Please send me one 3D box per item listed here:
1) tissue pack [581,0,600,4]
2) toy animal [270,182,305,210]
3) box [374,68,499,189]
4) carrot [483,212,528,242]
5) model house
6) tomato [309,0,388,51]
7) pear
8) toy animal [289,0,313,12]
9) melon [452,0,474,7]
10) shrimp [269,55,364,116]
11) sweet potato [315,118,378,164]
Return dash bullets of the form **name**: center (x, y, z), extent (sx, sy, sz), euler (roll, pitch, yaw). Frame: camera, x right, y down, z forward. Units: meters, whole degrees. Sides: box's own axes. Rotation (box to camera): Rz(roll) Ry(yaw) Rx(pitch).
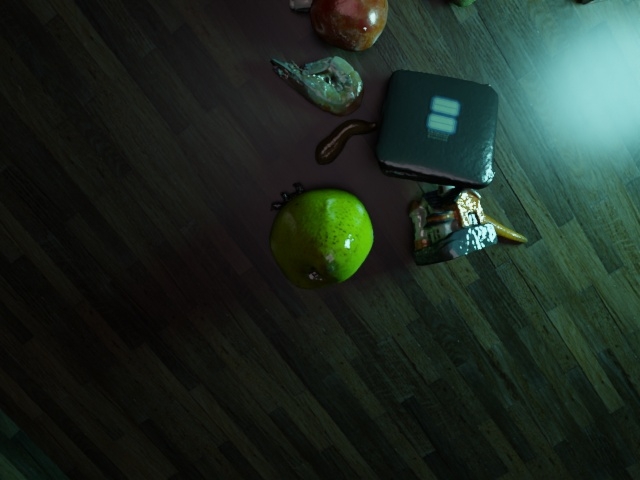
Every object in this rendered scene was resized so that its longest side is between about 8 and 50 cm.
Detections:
- **tissue pack**: center (0.928, -0.845, 1.333), extent (0.315, 0.103, 0.228), euler (-12, 105, 4)
- **toy animal**: center (-0.110, -0.134, 1.533), extent (0.135, 0.047, 0.065), euler (-34, 109, 2)
- **box**: center (0.352, -0.335, 1.384), extent (0.359, 0.091, 0.350), euler (10, 73, 2)
- **carrot**: center (0.593, -0.042, 1.555), extent (0.256, 0.061, 0.061), euler (23, 102, -15)
- **model house**: center (0.382, -0.088, 1.450), extent (0.190, 0.271, 0.301), euler (-13, 87, -12)
- **tomato**: center (0.090, -0.671, 1.328), extent (0.232, 0.188, 0.232), euler (-3, 105, -10)
- **pear**: center (0.000, 0.000, 1.418), extent (0.342, 0.318, 0.238), euler (-22, 122, 3)
- **toy animal**: center (-0.056, -0.754, 1.375), extent (0.085, 0.071, 0.124), euler (2, 113, 19)
- **melon**: center (0.416, -0.777, 1.354), extent (0.099, 0.099, 0.162), euler (-19, 103, 5)
- **shrimp**: center (-0.005, -0.512, 1.438), extent (0.317, 0.062, 0.164), euler (26, 98, -10)
- **sweet potato**: center (0.073, -0.330, 1.481), extent (0.233, 0.062, 0.081), euler (-35, 116, 4)
